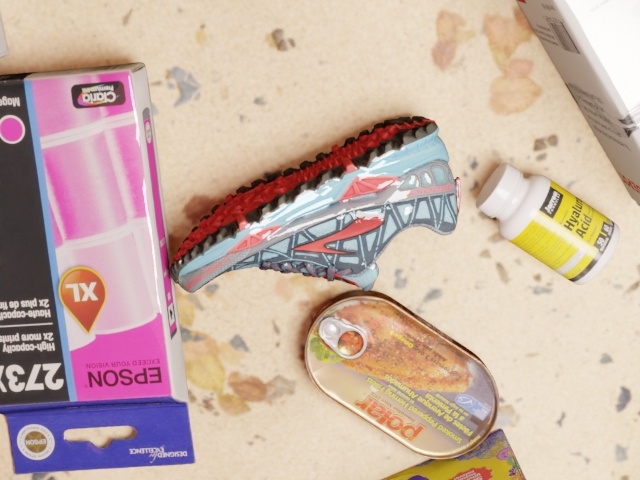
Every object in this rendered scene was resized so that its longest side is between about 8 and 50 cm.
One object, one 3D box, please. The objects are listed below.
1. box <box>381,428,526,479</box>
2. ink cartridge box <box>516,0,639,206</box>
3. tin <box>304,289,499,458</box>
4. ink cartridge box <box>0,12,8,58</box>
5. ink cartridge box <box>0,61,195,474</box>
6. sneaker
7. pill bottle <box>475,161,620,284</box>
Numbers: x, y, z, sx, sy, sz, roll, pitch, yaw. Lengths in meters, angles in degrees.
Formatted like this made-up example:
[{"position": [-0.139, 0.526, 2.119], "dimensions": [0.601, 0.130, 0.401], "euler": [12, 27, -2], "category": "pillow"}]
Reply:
[{"position": [0.096, 0.370, 1.120], "dimensions": [0.290, 0.177, 0.279], "euler": [-24, 102, 5], "category": "box"}, {"position": [0.254, -0.151, 0.995], "dimensions": [0.114, 0.197, 0.273], "euler": [-31, 102, 6], "category": "ink cartridge box"}, {"position": [0.072, 0.121, 1.136], "dimensions": [0.189, 0.040, 0.106], "euler": [34, 96, -8], "category": "tin"}, {"position": [-0.332, -0.187, 1.054], "dimensions": [0.122, 0.052, 0.089], "euler": [-8, 103, 2], "category": "ink cartridge box"}, {"position": [-0.219, 0.037, 1.095], "dimensions": [0.175, 0.069, 0.371], "euler": [-4, 105, 6], "category": "ink cartridge box"}, {"position": [0.000, 0.000, 1.075], "dimensions": [0.261, 0.104, 0.125], "euler": [-24, 106, 7], "category": "sneaker"}, {"position": [0.195, -0.017, 1.092], "dimensions": [0.116, 0.065, 0.065], "euler": [32, 100, -7], "category": "pill bottle"}]
